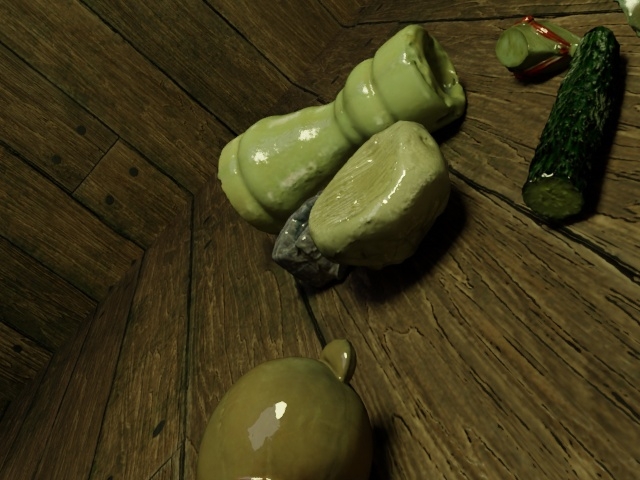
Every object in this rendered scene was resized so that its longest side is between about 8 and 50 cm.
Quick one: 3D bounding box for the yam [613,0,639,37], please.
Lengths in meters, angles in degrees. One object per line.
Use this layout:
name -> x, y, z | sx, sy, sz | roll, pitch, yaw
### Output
yam -> 0.434, -0.296, 0.602 | 0.259, 0.106, 0.106 | -35, 25, 30

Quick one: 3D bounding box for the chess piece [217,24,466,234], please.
chess piece -> 0.037, -0.192, 1.099 | 0.442, 0.234, 0.234 | -27, 30, 35

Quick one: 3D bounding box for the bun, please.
bun -> 0.090, -0.045, 0.823 | 0.231, 0.133, 0.231 | -42, 23, 22

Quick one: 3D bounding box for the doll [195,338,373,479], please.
doll -> -0.044, 0.248, 0.537 | 0.235, 0.174, 0.330 | -46, 21, 27

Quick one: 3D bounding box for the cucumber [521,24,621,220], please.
cucumber -> 0.297, -0.148, 0.684 | 0.067, 0.067, 0.293 | -20, 34, 53

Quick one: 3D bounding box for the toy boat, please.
toy boat -> 0.309, -0.279, 0.877 | 0.185, 0.071, 0.089 | -119, 29, -68

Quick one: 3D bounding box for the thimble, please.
thimble -> 0.001, -0.002, 0.981 | 0.150, 0.098, 0.150 | -42, 21, 20
